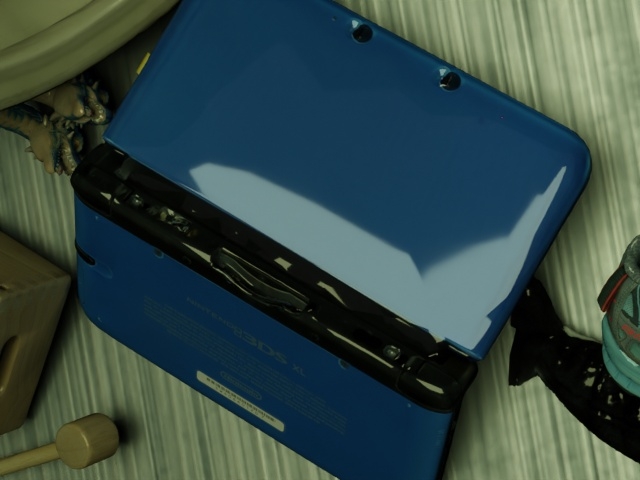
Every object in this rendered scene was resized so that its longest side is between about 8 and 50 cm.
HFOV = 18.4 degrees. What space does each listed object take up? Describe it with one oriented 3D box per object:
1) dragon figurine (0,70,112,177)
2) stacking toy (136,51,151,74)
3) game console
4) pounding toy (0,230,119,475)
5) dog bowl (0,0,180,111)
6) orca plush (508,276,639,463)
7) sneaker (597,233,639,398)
[{"bbox_3d":[-0.270,-0.135,1.399,0.289,0.144,0.085,36,105,34],"label":"dragon figurine"},{"bbox_3d":[-0.128,-0.217,1.366,0.221,0.052,0.167,35,102,15],"label":"stacking toy"},{"bbox_3d":[0.000,0.000,1.305,0.293,0.250,0.173,31,58,16],"label":"game console"},{"bbox_3d":[-0.243,0.100,1.376,0.206,0.094,0.181,30,113,22],"label":"pounding toy"},{"bbox_3d":[-0.200,-0.260,1.165,0.408,0.408,0.150,-47,65,14],"label":"dog bowl"},{"bbox_3d":[0.245,0.098,1.221,0.287,0.102,0.151,30,101,16],"label":"orca plush"},{"bbox_3d":[0.292,0.018,1.156,0.261,0.125,0.104,-17,47,-1],"label":"sneaker"}]
